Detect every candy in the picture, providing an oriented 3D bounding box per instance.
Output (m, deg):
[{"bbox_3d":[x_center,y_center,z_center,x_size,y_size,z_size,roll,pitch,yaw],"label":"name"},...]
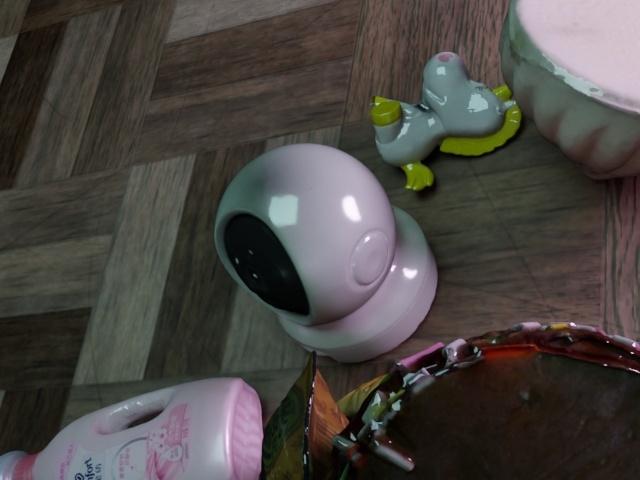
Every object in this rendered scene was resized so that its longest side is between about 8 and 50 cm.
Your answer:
[{"bbox_3d":[-0.009,0.226,0.974,0.101,0.271,0.143,-2,44,-1],"label":"candy"}]

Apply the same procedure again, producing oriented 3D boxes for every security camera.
[{"bbox_3d":[0.000,0.000,1.132,0.194,0.236,0.195,-14,53,20],"label":"security camera"}]

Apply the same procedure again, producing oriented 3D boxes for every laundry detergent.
[{"bbox_3d":[-0.224,0.247,1.203,0.335,0.088,0.159,-15,49,23],"label":"laundry detergent"}]

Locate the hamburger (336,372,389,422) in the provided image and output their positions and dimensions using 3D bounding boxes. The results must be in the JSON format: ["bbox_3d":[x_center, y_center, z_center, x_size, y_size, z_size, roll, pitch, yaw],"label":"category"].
[{"bbox_3d":[0.091,0.168,1.030,0.207,0.155,0.135,2,52,42],"label":"hamburger"}]

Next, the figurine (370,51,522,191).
[{"bbox_3d":[0.145,-0.143,1.248,0.178,0.109,0.130,-32,75,9],"label":"figurine"}]

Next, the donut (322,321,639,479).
[{"bbox_3d":[0.162,0.190,0.848,0.345,0.136,0.259,-1,92,3],"label":"donut"}]

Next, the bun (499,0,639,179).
[{"bbox_3d":[0.297,-0.149,1.110,0.263,0.175,0.263,6,46,-7],"label":"bun"}]
